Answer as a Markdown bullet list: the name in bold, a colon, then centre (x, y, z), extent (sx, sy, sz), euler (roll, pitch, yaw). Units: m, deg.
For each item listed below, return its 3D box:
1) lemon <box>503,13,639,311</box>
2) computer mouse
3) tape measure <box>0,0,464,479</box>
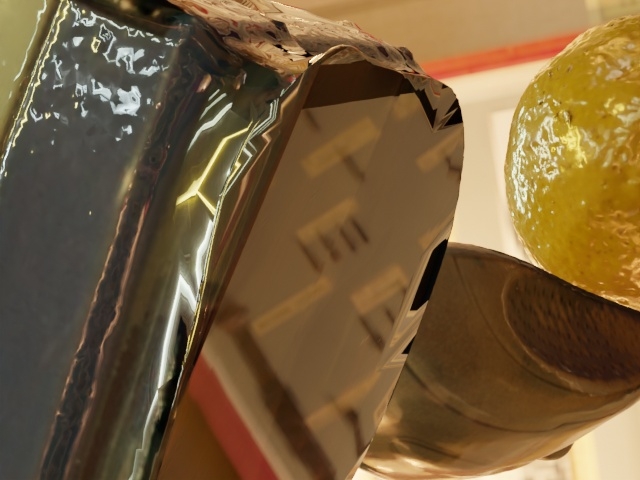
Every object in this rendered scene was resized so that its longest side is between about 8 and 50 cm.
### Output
- **lemon**: centre (0.297, -0.065, 1.525), extent (0.293, 0.293, 0.293), euler (-10, -90, -73)
- **computer mouse**: centre (0.101, 0.097, 1.135), extent (0.371, 0.188, 0.122), euler (14, -121, -49)
- **tape measure**: centre (-0.059, 0.025, 0.614), extent (0.262, 0.138, 0.259), euler (-19, -48, -68)
